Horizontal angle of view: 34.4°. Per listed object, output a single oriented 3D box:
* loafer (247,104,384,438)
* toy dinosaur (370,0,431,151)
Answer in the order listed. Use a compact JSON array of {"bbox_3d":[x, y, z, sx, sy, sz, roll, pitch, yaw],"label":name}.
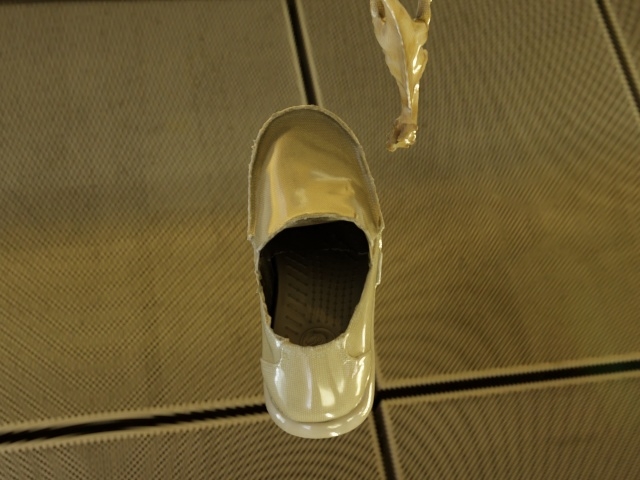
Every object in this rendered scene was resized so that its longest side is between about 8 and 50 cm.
[{"bbox_3d":[0.000,0.000,0.720,0.101,0.092,0.269,-3,-125,-4],"label":"loafer"},{"bbox_3d":[0.055,-0.137,0.692,0.053,0.183,0.093,-6,-124,10],"label":"toy dinosaur"}]
